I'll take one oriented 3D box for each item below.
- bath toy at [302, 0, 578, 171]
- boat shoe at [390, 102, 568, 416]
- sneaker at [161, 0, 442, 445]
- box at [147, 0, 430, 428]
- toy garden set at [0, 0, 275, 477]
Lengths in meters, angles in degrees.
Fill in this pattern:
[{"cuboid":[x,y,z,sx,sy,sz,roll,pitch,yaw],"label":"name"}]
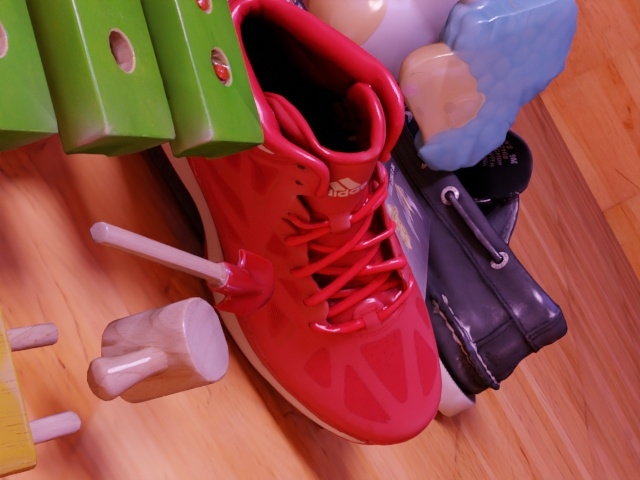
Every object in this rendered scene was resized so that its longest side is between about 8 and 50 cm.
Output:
[{"cuboid":[0.039,-0.195,1.038,0.348,0.151,0.129,-121,-152,-46],"label":"bath toy"},{"cuboid":[0.095,-0.031,1.020,0.127,0.113,0.340,54,17,-30],"label":"boat shoe"},{"cuboid":[0.000,0.000,0.598,0.221,0.087,0.128,58,-14,-15],"label":"sneaker"},{"cuboid":[-0.010,-0.034,0.780,0.183,0.056,0.231,58,16,-15],"label":"box"},{"cuboid":[-0.089,-0.029,0.428,0.244,0.049,0.203,-6,79,-67],"label":"toy garden set"}]
